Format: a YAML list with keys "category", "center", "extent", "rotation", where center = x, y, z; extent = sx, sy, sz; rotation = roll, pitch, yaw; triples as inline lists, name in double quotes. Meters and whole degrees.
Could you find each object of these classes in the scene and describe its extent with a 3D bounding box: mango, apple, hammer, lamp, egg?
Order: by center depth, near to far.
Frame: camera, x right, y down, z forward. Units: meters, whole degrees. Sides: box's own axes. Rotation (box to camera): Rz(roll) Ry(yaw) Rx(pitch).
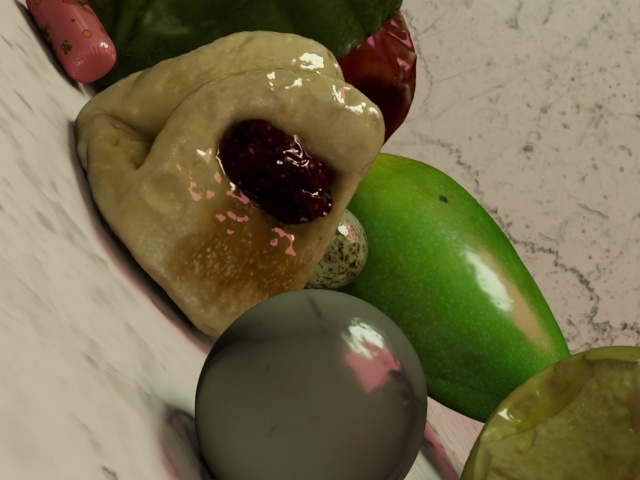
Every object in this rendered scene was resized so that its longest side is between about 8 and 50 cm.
- category: "lamp"
  center: [-0.005, 0.073, 0.444]
  extent: [0.105, 0.105, 0.105]
  rotation: [53, 6, -8]
- category: "hammer"
  center: [-0.172, -0.146, 0.696]
  extent: [0.083, 0.043, 0.043]
  rotation: [55, 6, 19]
- category: "apple"
  center: [0.253, 0.228, 0.866]
  extent: [0.279, 0.279, 0.279]
  rotation: [53, 6, -8]
- category: "egg"
  center: [0.000, 0.000, 1.001]
  extent: [0.085, 0.085, 0.110]
  rotation: [48, 7, -49]
- category: "mango"
  center: [0.130, 0.058, 1.092]
  extent: [0.382, 0.201, 0.225]
  rotation: [48, -13, 26]

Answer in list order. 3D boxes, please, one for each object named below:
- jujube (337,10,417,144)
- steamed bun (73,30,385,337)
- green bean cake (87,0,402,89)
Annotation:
- category: "jujube"
  center: [-0.066, -0.239, 1.067]
  extent: [0.377, 0.276, 0.276]
  rotation: [60, 8, 27]
- category: "steamed bun"
  center: [-0.042, -0.049, 0.596]
  extent: [0.141, 0.155, 0.172]
  rotation: [48, 7, -37]
- category: "green bean cake"
  center: [-0.087, -0.229, 0.812]
  extent: [0.247, 0.250, 0.156]
  rotation: [58, 7, 34]
